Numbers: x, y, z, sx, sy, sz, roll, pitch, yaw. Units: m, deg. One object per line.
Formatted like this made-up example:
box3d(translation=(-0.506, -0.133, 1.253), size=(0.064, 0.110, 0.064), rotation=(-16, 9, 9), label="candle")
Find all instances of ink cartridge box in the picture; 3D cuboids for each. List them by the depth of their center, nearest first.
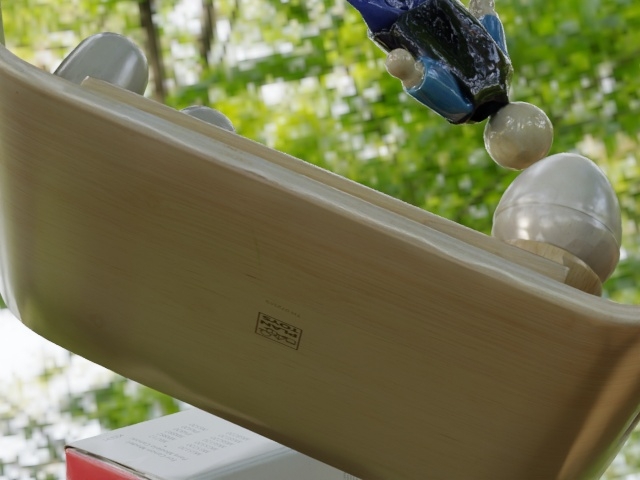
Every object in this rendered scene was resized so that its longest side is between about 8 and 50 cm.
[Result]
box3d(translation=(-0.101, 0.296, 1.322), size=(0.272, 0.309, 0.130), rotation=(-11, 17, -44), label="ink cartridge box")

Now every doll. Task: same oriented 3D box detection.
box3d(translation=(0.059, -0.115, 0.957), size=(0.046, 0.189, 0.129), rotation=(-48, -10, 35), label="doll")

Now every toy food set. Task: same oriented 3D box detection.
box3d(translation=(0.000, 0.000, 0.709), size=(0.306, 0.092, 0.219), rotation=(23, -28, 5), label="toy food set")
